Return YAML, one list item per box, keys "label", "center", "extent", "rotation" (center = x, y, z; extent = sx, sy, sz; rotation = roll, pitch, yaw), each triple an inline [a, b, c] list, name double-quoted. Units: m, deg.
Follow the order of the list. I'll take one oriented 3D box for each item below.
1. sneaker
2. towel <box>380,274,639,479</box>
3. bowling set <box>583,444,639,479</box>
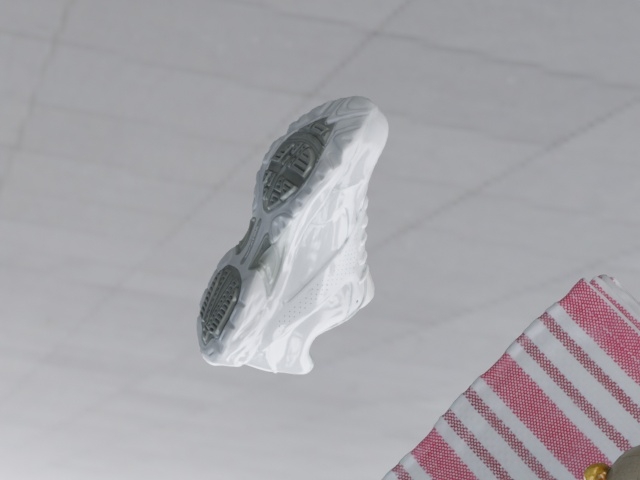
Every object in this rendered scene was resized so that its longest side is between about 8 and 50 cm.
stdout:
- label: "sneaker"
  center: [0.000, 0.000, 1.419]
  extent: [0.115, 0.232, 0.090]
  rotation: [19, -159, -29]
- label: "towel"
  center: [0.114, 0.130, 0.910]
  extent: [0.144, 0.197, 0.029]
  rotation: [48, -171, 23]
- label: "bowling set"
  center: [0.211, 0.189, 0.590]
  extent: [0.287, 0.200, 0.154]
  rotation: [4, 145, 18]
